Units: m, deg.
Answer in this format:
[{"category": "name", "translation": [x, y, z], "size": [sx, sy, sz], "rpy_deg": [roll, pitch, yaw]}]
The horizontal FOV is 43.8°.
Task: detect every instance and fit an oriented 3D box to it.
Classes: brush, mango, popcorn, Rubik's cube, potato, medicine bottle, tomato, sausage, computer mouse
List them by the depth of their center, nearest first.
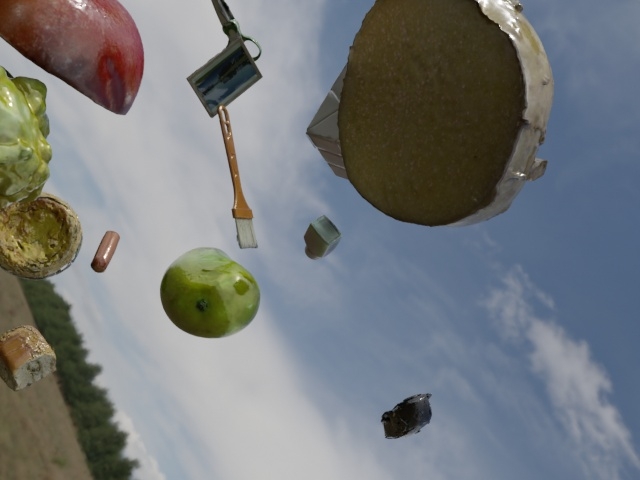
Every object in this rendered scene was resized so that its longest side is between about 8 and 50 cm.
[{"category": "popcorn", "translation": [-0.484, -0.158, 1.119], "size": [0.256, 0.195, 0.255], "rpy_deg": [62, 8, -24]}, {"category": "tomato", "translation": [-0.401, -0.354, 1.272], "size": [0.338, 0.144, 0.338], "rpy_deg": [40, 9, -8]}, {"category": "potato", "translation": [0.272, -0.255, 1.495], "size": [0.385, 0.319, 0.442], "rpy_deg": [14, -74, 36]}, {"category": "mango", "translation": [-0.228, 0.102, 1.581], "size": [0.273, 0.185, 0.149], "rpy_deg": [33, -49, 55]}, {"category": "brush", "translation": [-0.180, -0.136, 1.686], "size": [0.090, 0.017, 0.314], "rpy_deg": [-1, 79, -73]}, {"category": "sausage", "translation": [-0.493, 0.026, 1.821], "size": [0.041, 0.039, 0.131], "rpy_deg": [-48, -160, 30]}, {"category": "Rubik's cube", "translation": [0.138, -0.265, 1.918], "size": [0.221, 0.231, 0.224], "rpy_deg": [22, -16, 29]}, {"category": "medicine bottle", "translation": [0.000, 0.000, 1.929], "size": [0.074, 0.055, 0.118], "rpy_deg": [48, -30, 12]}, {"category": "computer mouse", "translation": [0.232, 0.476, 2.105], "size": [0.242, 0.146, 0.077], "rpy_deg": [102, -31, -61]}]

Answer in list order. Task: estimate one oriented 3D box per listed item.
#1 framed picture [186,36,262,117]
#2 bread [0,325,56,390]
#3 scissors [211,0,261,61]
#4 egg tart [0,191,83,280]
[{"category": "framed picture", "translation": [-0.202, -0.346, 1.694], "size": [0.011, 0.149, 0.109], "rpy_deg": [34, -18, 47]}, {"category": "bread", "translation": [-0.478, 0.189, 1.283], "size": [0.070, 0.083, 0.077], "rpy_deg": [29, -50, 32]}, {"category": "scissors", "translation": [-0.236, -0.557, 2.095], "size": [0.027, 0.101, 0.204], "rpy_deg": [-77, 144, -57]}, {"category": "egg tart", "translation": [-0.718, -0.012, 2.001], "size": [0.234, 0.234, 0.094], "rpy_deg": [66, -23, 5]}]
